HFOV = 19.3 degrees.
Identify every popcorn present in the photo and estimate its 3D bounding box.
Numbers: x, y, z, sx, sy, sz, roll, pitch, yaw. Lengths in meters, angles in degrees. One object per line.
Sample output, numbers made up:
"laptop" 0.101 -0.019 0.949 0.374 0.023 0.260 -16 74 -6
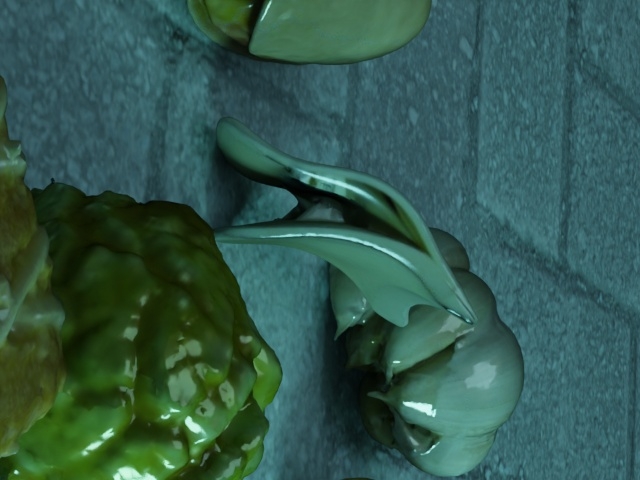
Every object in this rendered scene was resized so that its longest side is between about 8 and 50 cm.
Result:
"popcorn" -0.153 0.098 1.292 0.247 0.282 0.282 -44 130 -21

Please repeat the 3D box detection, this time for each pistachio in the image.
"pistachio" -0.008 -0.246 1.819 0.299 0.187 0.187 -12 98 -56

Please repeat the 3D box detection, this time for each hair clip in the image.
"hair clip" 0.012 -0.015 1.804 0.282 0.172 0.113 23 79 -19

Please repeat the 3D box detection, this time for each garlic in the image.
"garlic" 0.115 0.118 1.991 0.203 0.185 0.281 -25 109 -53

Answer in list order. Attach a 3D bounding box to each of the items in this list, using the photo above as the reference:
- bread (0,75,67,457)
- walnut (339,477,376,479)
"bread" -0.356 -0.004 1.002 0.390 0.279 0.371 -46 128 -55
"walnut" 0.038 0.336 1.854 0.159 0.159 0.206 -37 119 -58
